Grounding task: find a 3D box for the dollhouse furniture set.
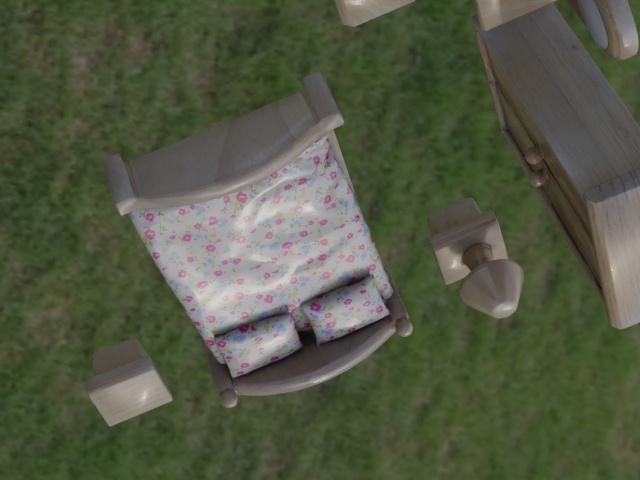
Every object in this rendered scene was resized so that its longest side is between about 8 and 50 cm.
[{"bbox_3d":[0.000,0.000,0.757,0.355,0.174,0.303,-23,138,0],"label":"dollhouse furniture set"}]
